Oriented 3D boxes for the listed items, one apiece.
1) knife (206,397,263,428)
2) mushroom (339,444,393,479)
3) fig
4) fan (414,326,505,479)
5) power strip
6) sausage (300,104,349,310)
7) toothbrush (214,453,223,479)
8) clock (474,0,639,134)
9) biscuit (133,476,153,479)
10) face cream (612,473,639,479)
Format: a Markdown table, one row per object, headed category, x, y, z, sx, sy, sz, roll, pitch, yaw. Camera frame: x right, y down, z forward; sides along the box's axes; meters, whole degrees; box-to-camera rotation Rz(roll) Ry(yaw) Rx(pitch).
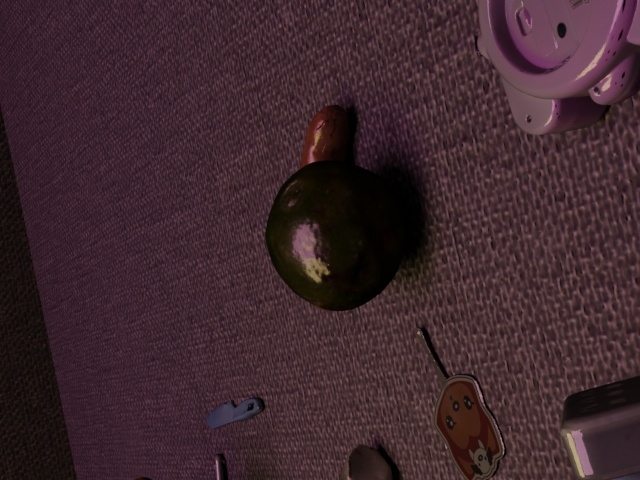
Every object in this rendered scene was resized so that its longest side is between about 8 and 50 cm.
| category | x | y | z | sx | sy | sz | roll | pitch | yaw |
| --- | --- | --- | --- | --- | --- | --- | --- | --- | --- |
| knife | -0.163 | 0.315 | 2.362 | 0.313 | 0.019 | 0.044 | 147 | 118 | -63 |
| mushroom | 0.046 | 0.386 | 1.891 | 0.092 | 0.081 | 0.223 | 47 | 145 | 20 |
| fig | 0.000 | 0.000 | 1.686 | 0.245 | 0.195 | 0.195 | -15 | 86 | 48 |
| fan | 0.169 | 0.203 | 1.644 | 0.220 | 0.009 | 0.132 | 64 | 148 | 26 |
| power strip | 0.310 | 0.145 | 1.134 | 0.265 | 0.194 | 0.059 | 8 | -114 | -79 |
| sausage | 0.008 | -0.043 | 1.807 | 0.078 | 0.078 | 0.304 | 31 | 128 | 57 |
| toothbrush | -0.170 | 0.597 | 2.474 | 0.040 | 0.040 | 0.386 | 4 | 100 | 64 |
| clock | 0.245 | -0.236 | 1.231 | 0.248 | 0.090 | 0.227 | -35 | 68 | 60 |
| biscuit | -0.242 | 0.640 | 2.189 | 0.166 | 0.342 | 0.395 | -25 | 45 | 22 |
| face cream | 0.360 | 0.281 | 1.202 | 0.250 | 0.077 | 0.077 | 34 | 130 | 56 |
